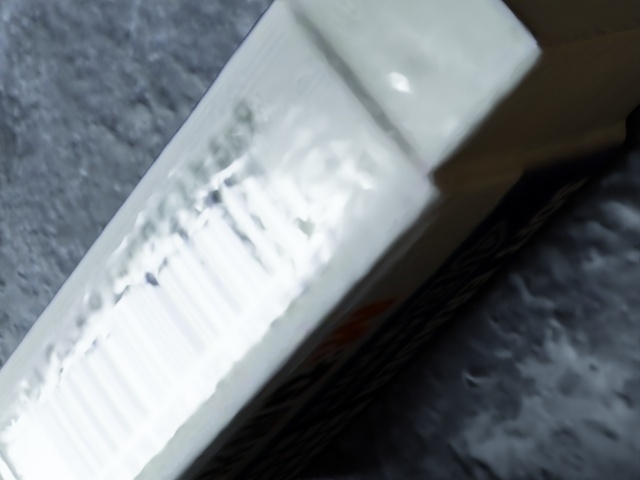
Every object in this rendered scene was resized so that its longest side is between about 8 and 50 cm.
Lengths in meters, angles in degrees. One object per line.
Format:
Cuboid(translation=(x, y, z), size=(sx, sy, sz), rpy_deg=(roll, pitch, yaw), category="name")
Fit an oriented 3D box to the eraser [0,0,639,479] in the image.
Cuboid(translation=(0.000, 0.000, 0.548), size=(0.081, 0.124, 0.279), rpy_deg=(53, 127, 17), category="eraser")
